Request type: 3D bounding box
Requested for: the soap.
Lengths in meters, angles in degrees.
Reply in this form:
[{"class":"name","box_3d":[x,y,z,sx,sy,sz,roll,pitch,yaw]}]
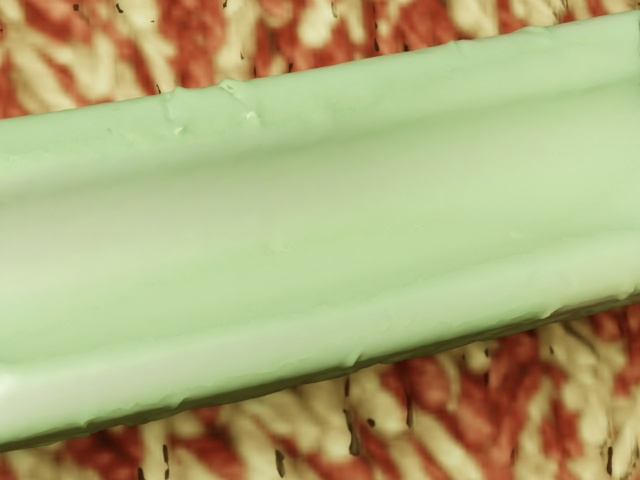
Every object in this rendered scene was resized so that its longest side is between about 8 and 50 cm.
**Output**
[{"class":"soap","box_3d":[0.000,0.000,0.625,0.289,0.173,0.095,-12,86,-20]}]
